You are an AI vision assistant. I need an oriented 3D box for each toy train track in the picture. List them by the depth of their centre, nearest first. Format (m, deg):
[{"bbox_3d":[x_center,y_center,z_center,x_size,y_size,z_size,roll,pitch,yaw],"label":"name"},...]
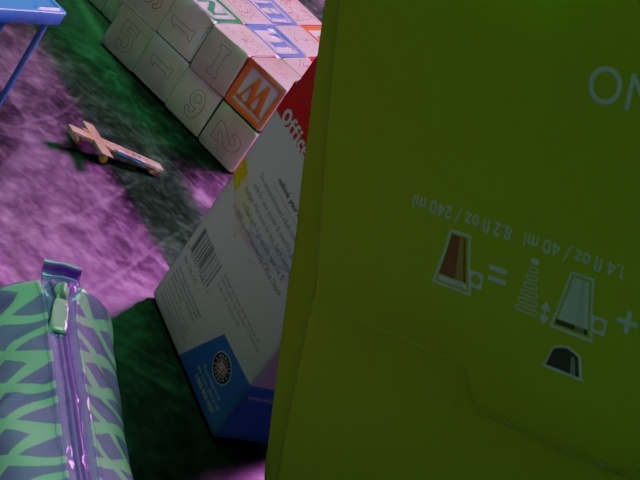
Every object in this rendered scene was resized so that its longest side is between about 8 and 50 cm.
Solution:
[{"bbox_3d":[-0.153,-0.064,1.079,0.083,0.014,0.048,23,20,-39],"label":"toy train track"}]

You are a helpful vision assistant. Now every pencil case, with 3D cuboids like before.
[{"bbox_3d":[-0.130,0.102,0.728,0.086,0.088,0.206,18,31,-30],"label":"pencil case"}]

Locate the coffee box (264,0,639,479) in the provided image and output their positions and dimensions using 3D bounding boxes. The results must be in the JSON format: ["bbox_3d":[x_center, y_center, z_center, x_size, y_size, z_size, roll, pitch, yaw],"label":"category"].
[{"bbox_3d":[0.211,0.023,0.736,0.338,0.338,0.334,22,22,37],"label":"coffee box"}]

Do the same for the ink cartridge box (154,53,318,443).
[{"bbox_3d":[0.000,0.000,0.901,0.078,0.231,0.134,15,32,-38],"label":"ink cartridge box"}]

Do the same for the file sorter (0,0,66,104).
[{"bbox_3d":[-0.280,-0.148,0.953,0.118,0.104,0.170,46,26,21],"label":"file sorter"}]

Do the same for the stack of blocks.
[{"bbox_3d":[-0.105,-0.193,1.276,0.297,0.087,0.171,45,27,19],"label":"stack of blocks"}]
